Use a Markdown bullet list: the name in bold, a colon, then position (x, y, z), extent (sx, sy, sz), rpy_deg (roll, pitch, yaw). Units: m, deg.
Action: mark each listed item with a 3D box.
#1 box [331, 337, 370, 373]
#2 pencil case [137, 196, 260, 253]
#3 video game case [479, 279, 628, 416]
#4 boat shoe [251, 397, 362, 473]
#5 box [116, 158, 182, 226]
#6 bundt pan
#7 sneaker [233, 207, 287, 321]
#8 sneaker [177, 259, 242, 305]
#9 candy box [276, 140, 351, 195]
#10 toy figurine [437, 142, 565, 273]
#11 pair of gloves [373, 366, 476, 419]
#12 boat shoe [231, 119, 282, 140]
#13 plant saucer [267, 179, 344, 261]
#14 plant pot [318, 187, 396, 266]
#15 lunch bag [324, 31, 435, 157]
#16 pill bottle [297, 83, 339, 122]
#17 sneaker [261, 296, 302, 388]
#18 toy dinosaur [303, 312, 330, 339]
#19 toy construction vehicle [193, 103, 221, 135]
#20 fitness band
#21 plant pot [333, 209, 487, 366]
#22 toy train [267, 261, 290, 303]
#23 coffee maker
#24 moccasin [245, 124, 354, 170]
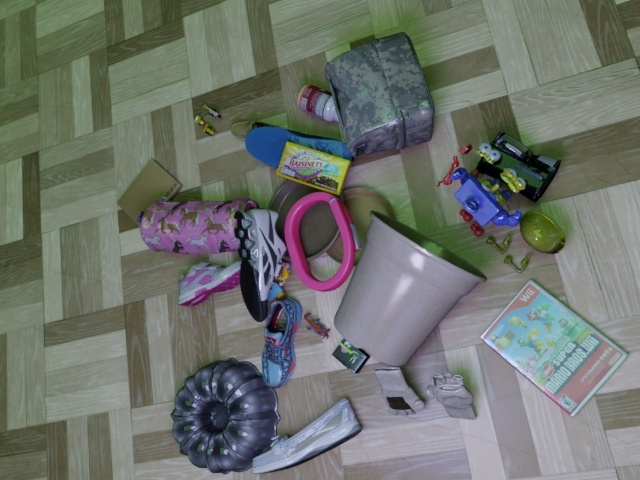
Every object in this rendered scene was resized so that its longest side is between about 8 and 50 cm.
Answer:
- **box**: position (0.085, 0.319, 1.525), extent (0.083, 0.052, 0.062), rpy_deg (37, 91, 21)
- **pencil case**: position (-0.367, -0.048, 1.708), extent (0.385, 0.167, 0.160), rpy_deg (1, 43, 19)
- **video game case**: position (0.580, 0.266, 1.384), extent (0.285, 0.025, 0.204), rpy_deg (42, 93, 22)
- **boat shoe**: position (-0.047, 0.540, 1.491), extent (0.320, 0.118, 0.103), rpy_deg (-28, 64, 7)
- **box**: position (-0.585, -0.157, 1.877), extent (0.164, 0.021, 0.201), rpy_deg (40, 93, 22)
- **bundt pan**: position (-0.290, 0.505, 1.573), extent (0.330, 0.124, 0.331), rpy_deg (-4, 77, 18)
- **sneaker**: position (-0.154, 0.070, 1.580), extent (0.122, 0.146, 0.331), rpy_deg (15, 111, 54)
- **sneaker**: position (-0.343, 0.109, 1.691), extent (0.252, 0.103, 0.111), rpy_deg (-24, 73, 12)
- **candy box**: position (-0.021, -0.208, 1.586), extent (0.205, 0.027, 0.105), rpy_deg (20, 92, 18)
- **toy figurine**: position (0.410, -0.066, 1.366), extent (0.363, 0.217, 0.191), rpy_deg (53, 126, 13)
- **pair of gloves**: position (0.264, 0.392, 1.377), extent (0.239, 0.204, 0.042), rpy_deg (0, 45, 23)
- **boat shoe**: position (-0.211, -0.362, 1.768), extent (0.189, 0.072, 0.068), rpy_deg (5, 80, 20)
- **plant saucer**: position (-0.043, -0.068, 1.637), extent (0.277, 0.041, 0.278), rpy_deg (-9, 72, 29)
- **plant pot**: position (0.109, -0.038, 1.609), extent (0.236, 0.032, 0.237), rpy_deg (-4, 77, 19)
- **lunch bag**: position (0.162, -0.406, 1.564), extent (0.255, 0.212, 0.306), rpy_deg (-15, 74, 3)
- **pill bottle**: position (0.011, -0.420, 1.699), extent (0.151, 0.086, 0.086), rpy_deg (28, 88, 21)
- **sneaker**: position (-0.131, 0.288, 1.566), extent (0.104, 0.125, 0.262), rpy_deg (4, 79, 20)
- **toy dinosaur**: position (-0.011, 0.239, 1.570), extent (0.082, 0.090, 0.047), rpy_deg (40, 75, -9)
- **toy construction vehicle**: position (-0.376, -0.407, 1.860), extent (0.098, 0.035, 0.086), rpy_deg (34, 101, 25)
- **fitness band**: position (0.000, 0.000, 1.530), extent (0.209, 0.054, 0.291), rpy_deg (-31, 63, 27)
- **plant pot**: position (0.199, 0.137, 1.411), extent (0.333, 0.333, 0.306), rpy_deg (34, 102, 22)
- **toy train**: position (-0.144, 0.110, 1.657), extent (0.125, 0.046, 0.167), rpy_deg (5, 81, 29)
- **coffee maker**: position (0.519, -0.178, 1.470), extent (0.178, 0.120, 0.171), rpy_deg (37, 120, 23)
- **moccasin**: position (-0.063, -0.261, 1.677), extent (0.341, 0.117, 0.138), rpy_deg (17, 95, 17)
